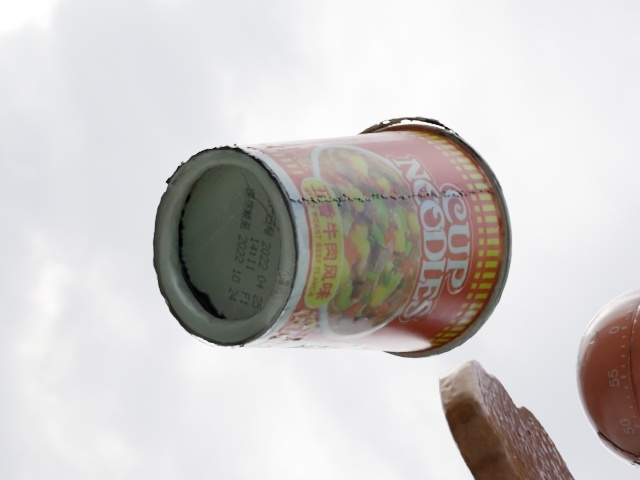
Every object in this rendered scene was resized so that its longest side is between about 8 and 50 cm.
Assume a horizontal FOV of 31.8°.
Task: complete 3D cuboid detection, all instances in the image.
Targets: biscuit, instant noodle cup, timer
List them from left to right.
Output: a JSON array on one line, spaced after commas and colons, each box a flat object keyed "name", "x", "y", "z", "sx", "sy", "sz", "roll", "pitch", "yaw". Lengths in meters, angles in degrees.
[{"name": "instant noodle cup", "x": 0.000, "y": 0.000, "z": 0.788, "sx": 0.193, "sy": 0.212, "sz": 0.193, "roll": 2, "pitch": -88, "yaw": 39}, {"name": "biscuit", "x": 0.191, "y": 0.234, "z": 0.916, "sx": 0.334, "sy": 0.047, "sz": 0.202, "roll": 52, "pitch": 16, "yaw": -24}, {"name": "timer", "x": 0.421, "y": 0.162, "z": 1.334, "sx": 0.215, "sy": 0.230, "sz": 0.229, "roll": -24, "pitch": -101, "yaw": 45}]
